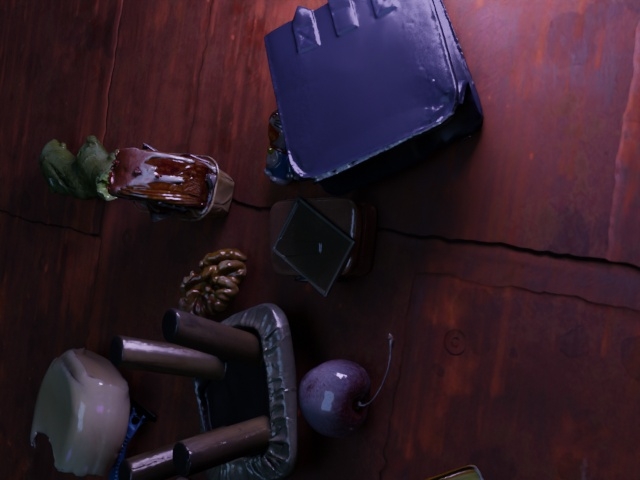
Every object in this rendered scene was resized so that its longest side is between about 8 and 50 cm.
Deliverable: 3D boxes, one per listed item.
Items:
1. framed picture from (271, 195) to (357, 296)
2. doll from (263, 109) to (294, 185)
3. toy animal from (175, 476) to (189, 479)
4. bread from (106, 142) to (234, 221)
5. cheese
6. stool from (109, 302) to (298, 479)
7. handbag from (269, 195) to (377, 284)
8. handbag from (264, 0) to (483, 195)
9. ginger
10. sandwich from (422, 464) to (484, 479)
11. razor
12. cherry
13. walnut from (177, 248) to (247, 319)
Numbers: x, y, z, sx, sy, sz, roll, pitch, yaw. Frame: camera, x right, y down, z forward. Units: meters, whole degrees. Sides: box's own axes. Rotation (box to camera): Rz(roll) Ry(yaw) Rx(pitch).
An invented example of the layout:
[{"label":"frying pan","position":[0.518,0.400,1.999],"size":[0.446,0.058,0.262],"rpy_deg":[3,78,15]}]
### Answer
[{"label":"framed picture","position":[-0.013,0.009,1.497],"size":[0.149,0.011,0.109],"rpy_deg":[40,110,34]},{"label":"doll","position":[-0.058,-0.176,1.593],"size":[0.114,0.085,0.152],"rpy_deg":[50,128,51]},{"label":"toy animal","position":[-0.246,0.552,1.603],"size":[0.326,0.269,0.237],"rpy_deg":[-10,79,5]},{"label":"bread","position":[-0.291,-0.101,1.689],"size":[0.224,0.212,0.142],"rpy_deg":[9,87,37]},{"label":"cheese","position":[-0.494,0.354,1.839],"size":[0.266,0.127,0.233],"rpy_deg":[36,107,51]},{"label":"stool","position":[-0.205,0.275,1.539],"size":[0.310,0.226,0.310],"rpy_deg":[-28,63,50]},{"label":"handbag","position":[0.000,0.000,1.539],"size":[0.193,0.072,0.151],"rpy_deg":[3,88,37]},{"label":"handbag","position":[0.078,-0.267,1.450],"size":[0.303,0.122,0.329],"rpy_deg":[-23,67,22]},{"label":"ginger","position":[-0.521,-0.158,1.959],"size":[0.290,0.089,0.137],"rpy_deg":[2,106,43]},{"label":"sandwich","position":[0.147,0.417,1.320],"size":[0.144,0.187,0.117],"rpy_deg":[-38,65,36]},{"label":"razor","position":[-0.410,0.455,1.844],"size":[0.082,0.042,0.253],"rpy_deg":[28,104,35]},{"label":"cherry","position":[0.031,0.229,1.482],"size":[0.148,0.115,0.188],"rpy_deg":[178,105,-77]},{"label":"walnut","position":[-0.209,0.082,1.669],"size":[0.170,0.069,0.143],"rpy_deg":[-42,29,22]}]
